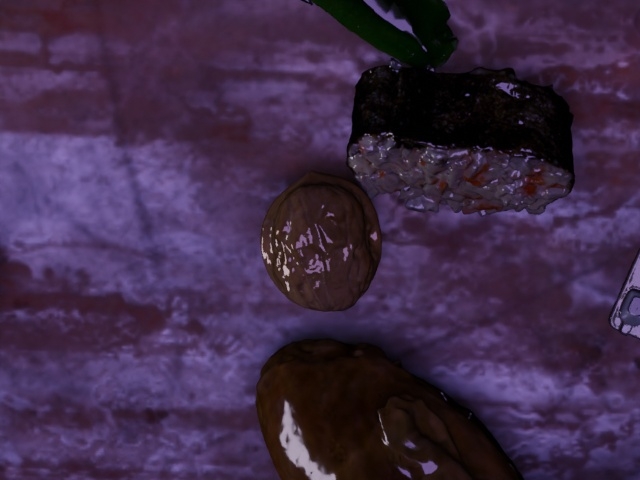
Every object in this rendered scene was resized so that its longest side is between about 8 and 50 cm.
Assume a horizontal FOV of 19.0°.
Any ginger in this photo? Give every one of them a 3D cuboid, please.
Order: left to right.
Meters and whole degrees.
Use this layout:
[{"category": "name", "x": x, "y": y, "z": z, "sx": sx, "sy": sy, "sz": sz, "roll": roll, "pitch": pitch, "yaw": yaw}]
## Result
[{"category": "ginger", "x": 0.078, "y": 0.201, "z": 1.287, "sx": 0.172, "sy": 0.165, "sz": 0.321, "roll": -26, "pitch": 88, "yaw": 45}]

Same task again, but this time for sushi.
[{"category": "sushi", "x": 0.093, "y": -0.064, "z": 1.262, "sx": 0.150, "sy": 0.090, "sz": 0.078, "roll": 8, "pitch": 62, "yaw": -3}]

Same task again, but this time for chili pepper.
[{"category": "chili pepper", "x": 0.013, "y": -0.201, "z": 1.262, "sx": 0.108, "sy": 0.062, "sz": 0.216, "roll": -43, "pitch": 97, "yaw": 11}]

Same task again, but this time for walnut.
[{"category": "walnut", "x": 0.000, "y": 0.000, "z": 1.293, "sx": 0.082, "sy": 0.079, "sz": 0.096, "roll": -6, "pitch": 101, "yaw": 5}]

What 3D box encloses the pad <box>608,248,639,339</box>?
[{"category": "pad", "x": 0.348, "y": 0.037, "z": 1.309, "sx": 0.265, "sy": 0.009, "sz": 0.160, "roll": 22, "pitch": 102, "yaw": 0}]
